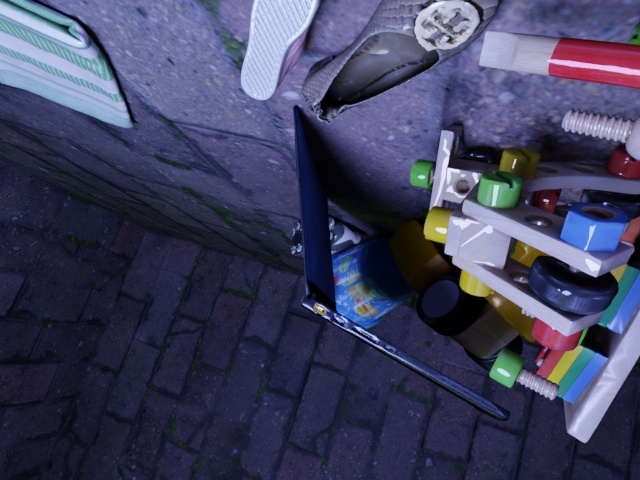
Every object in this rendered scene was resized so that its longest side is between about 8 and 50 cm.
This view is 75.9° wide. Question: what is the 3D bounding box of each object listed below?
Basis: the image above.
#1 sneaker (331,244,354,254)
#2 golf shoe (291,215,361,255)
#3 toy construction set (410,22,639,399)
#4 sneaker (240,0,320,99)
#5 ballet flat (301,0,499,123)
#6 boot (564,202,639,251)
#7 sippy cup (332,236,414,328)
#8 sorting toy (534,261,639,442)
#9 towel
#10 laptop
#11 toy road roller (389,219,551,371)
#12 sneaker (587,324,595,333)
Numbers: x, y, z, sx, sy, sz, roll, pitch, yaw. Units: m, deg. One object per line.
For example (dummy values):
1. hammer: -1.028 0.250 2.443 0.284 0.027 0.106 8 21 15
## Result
1. sneaker: 0.003 0.033 1.330 0.263 0.099 0.121 4 158 47
2. golf shoe: 0.000 0.000 1.155 0.120 0.105 0.273 13 172 -26
3. toy construction set: 0.174 -0.056 0.395 0.237 0.257 0.308 26 154 31
4. sneaker: -0.033 -0.202 0.384 0.051 0.070 0.134 29 138 -8
5. ballet flat: 0.052 -0.163 0.385 0.084 0.058 0.250 24 168 -29
6. boot: 0.370 -0.009 0.567 0.059 0.084 0.158 17 170 -2
7. sippy cup: 0.130 0.103 1.078 0.240 0.305 0.224 38 148 -6
8. sorting toy: 0.422 0.139 0.645 0.090 0.255 0.257 28 -169 27
9. towel: -0.446 -0.284 0.646 0.248 0.038 0.325 20 169 -14
10. laptop: 0.104 0.050 0.675 0.408 0.236 0.382 28 172 13
11. toy road roller: 0.302 0.056 0.775 0.203 0.240 0.329 38 -163 -26
12. sneaker: 0.501 0.121 0.804 0.235 0.152 0.094 27 165 -36
